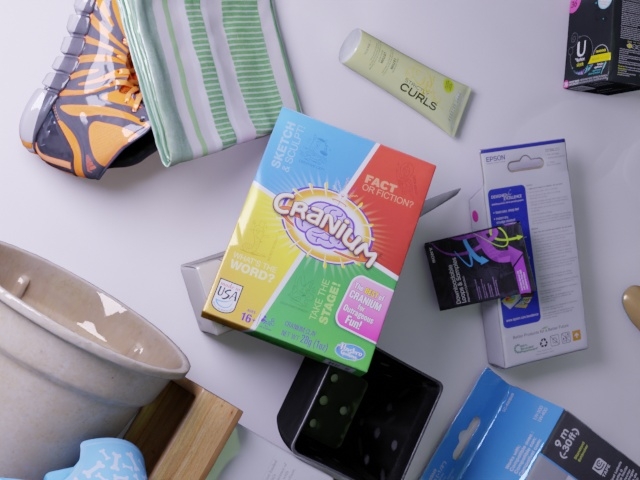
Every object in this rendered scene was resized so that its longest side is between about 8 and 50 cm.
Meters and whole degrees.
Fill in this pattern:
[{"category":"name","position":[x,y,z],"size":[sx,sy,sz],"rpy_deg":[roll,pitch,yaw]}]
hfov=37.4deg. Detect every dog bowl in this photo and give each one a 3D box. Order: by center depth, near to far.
[{"category":"dog bowl","position":[-0.325,0.324,1.072],"size":[0.297,0.074,0.166],"rpy_deg":[-4,126,-35]}]

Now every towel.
[{"category":"towel","position":[-0.142,-0.253,1.319],"size":[0.325,0.038,0.248],"rpy_deg":[-27,105,-57]}]

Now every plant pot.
[{"category":"plant pot","position":[-0.387,0.204,1.189],"size":[0.333,0.334,0.306],"rpy_deg":[32,91,-20]},{"category":"plant pot","position":[0.038,0.255,1.426],"size":[0.187,0.167,0.188],"rpy_deg":[30,77,-20]}]

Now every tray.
[{"category":"tray","position":[-0.263,0.381,1.282],"size":[0.076,0.203,0.411],"rpy_deg":[33,79,-21]}]

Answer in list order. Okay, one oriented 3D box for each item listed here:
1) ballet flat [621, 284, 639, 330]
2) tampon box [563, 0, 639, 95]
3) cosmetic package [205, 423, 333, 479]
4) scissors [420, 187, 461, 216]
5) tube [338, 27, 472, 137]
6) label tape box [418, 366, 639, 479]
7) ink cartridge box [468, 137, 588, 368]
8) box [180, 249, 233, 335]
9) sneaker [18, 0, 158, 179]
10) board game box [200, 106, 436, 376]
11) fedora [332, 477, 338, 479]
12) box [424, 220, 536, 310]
[{"category":"ballet flat","position":[0.647,0.167,1.736],"size":[0.232,0.073,0.080],"rpy_deg":[45,74,-17]},{"category":"tampon box","position":[0.503,-0.343,1.638],"size":[0.101,0.120,0.161],"rpy_deg":[4,89,-24]},{"category":"cosmetic package","position":[-0.114,0.356,1.355],"size":[0.183,0.151,0.151],"rpy_deg":[35,74,-19]},{"category":"scissors","position":[0.129,-0.043,1.470],"size":[0.297,0.021,0.109],"rpy_deg":[-44,110,-37]},{"category":"tube","position":[0.142,-0.260,1.522],"size":[0.240,0.062,0.070],"rpy_deg":[26,121,-26]},{"category":"label tape box","position":[0.365,0.412,1.600],"size":[0.347,0.115,0.249],"rpy_deg":[38,77,-21]},{"category":"ink cartridge box","position":[0.353,0.020,1.612],"size":[0.175,0.069,0.371],"rpy_deg":[-9,97,-22]},{"category":"box","position":[-0.060,0.046,1.419],"size":[0.275,0.094,0.113],"rpy_deg":[-21,98,-22]},{"category":"sneaker","position":[-0.258,-0.227,1.276],"size":[0.180,0.124,0.321],"rpy_deg":[27,95,13]},{"category":"board game box","position":[0.000,0.000,1.329],"size":[0.242,0.064,0.317],"rpy_deg":[20,75,-2]},{"category":"fedora","position":[-0.002,0.466,1.462],"size":[0.194,0.079,0.195],"rpy_deg":[-1,92,-23]},{"category":"box","position":[0.260,0.043,1.546],"size":[0.162,0.029,0.116],"rpy_deg":[-14,93,12]}]
